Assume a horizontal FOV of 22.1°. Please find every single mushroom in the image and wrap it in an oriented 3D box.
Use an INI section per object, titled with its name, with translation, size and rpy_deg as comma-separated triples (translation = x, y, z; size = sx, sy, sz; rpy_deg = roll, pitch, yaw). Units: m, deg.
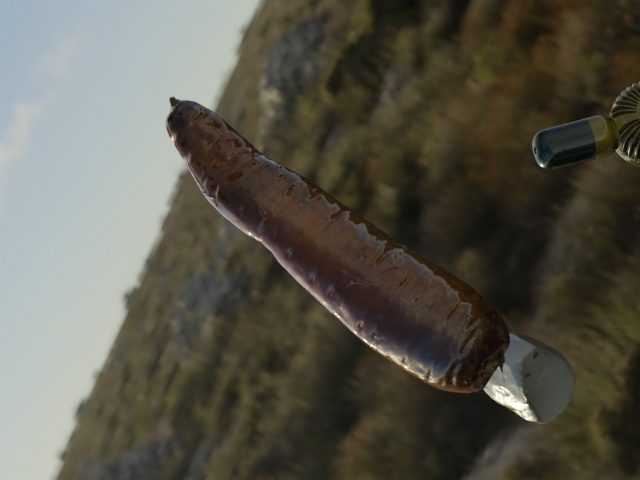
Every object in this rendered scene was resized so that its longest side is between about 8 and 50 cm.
[mushroom]
translation = 0.167, 0.120, 1.705
size = 0.223, 0.092, 0.081
rpy_deg = 24, 104, 49

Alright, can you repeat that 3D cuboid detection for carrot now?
[carrot]
translation = 0.000, 0.000, 0.888
size = 0.059, 0.248, 0.059
rpy_deg = -46, -19, -21

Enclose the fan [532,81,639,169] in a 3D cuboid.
[fan]
translation = 0.269, -0.099, 1.491
size = 0.039, 0.155, 0.082
rpy_deg = 74, 180, -63
